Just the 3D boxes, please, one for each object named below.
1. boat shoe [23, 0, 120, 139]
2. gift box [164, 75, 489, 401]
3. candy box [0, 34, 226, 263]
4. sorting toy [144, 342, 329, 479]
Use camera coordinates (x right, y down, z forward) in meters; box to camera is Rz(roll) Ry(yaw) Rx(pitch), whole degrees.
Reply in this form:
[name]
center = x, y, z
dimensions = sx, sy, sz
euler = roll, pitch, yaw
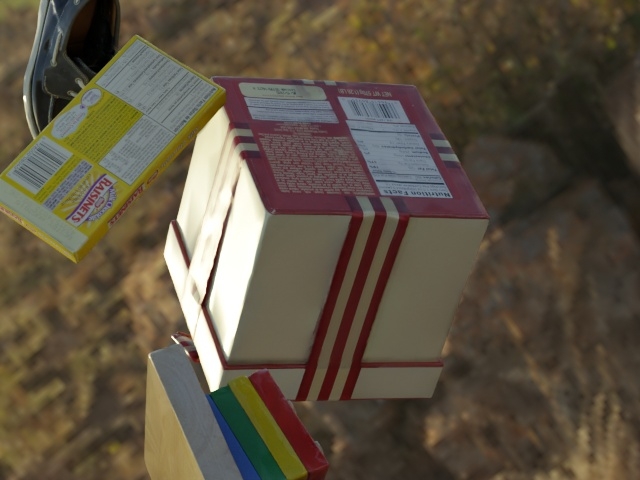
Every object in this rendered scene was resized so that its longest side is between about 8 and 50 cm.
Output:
[boat shoe]
center = -0.251, -0.174, 1.934
dimensions = 0.084, 0.233, 0.079
euler = -17, 43, -37
[gift box]
center = 0.000, 0.000, 1.809
dimensions = 0.276, 0.255, 0.258
euler = -108, 28, -51
[candy box]
center = -0.185, -0.083, 1.639
dimensions = 0.206, 0.105, 0.027
euler = -49, -18, -22
[sorting toy]
center = -0.034, 0.215, 1.320
dimensions = 0.089, 0.255, 0.257
euler = -21, -19, -14
